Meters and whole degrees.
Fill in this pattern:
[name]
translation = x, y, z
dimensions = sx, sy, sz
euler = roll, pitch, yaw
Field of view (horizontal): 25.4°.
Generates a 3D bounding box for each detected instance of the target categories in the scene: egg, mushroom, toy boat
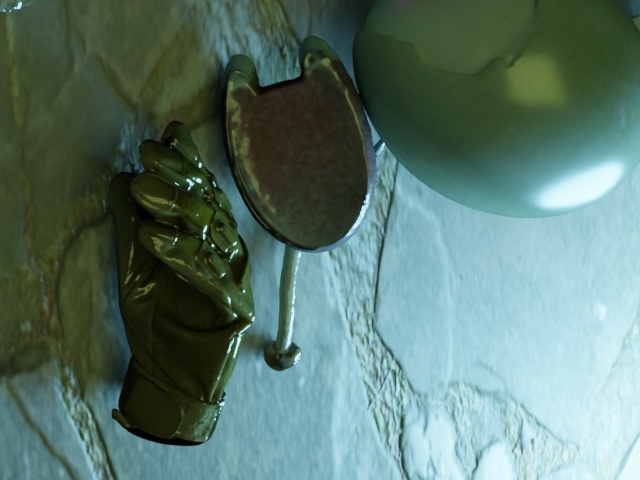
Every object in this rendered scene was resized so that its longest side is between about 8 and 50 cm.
[egg]
translation = 0.190, -0.174, 1.510
dimensions = 0.336, 0.278, 0.278
euler = 25, 89, -37
[mushroom]
translation = -0.002, -0.001, 1.581
dimensions = 0.068, 0.043, 0.306
euler = 22, 89, -52
[toy boat]
translation = -0.020, -0.098, 1.501
dimensions = 0.155, 0.085, 0.227
euler = -14, 104, 6

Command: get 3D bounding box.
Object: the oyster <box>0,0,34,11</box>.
[oyster]
translation = -0.321, -0.364, 1.235
dimensions = 0.238, 0.115, 0.351
euler = -25, 110, -16

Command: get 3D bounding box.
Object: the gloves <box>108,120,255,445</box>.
[gloves]
translation = -0.139, 0.042, 1.433
dimensions = 0.141, 0.154, 0.331
euler = 0, 109, -18

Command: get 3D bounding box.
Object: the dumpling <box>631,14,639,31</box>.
[dumpling]
translation = 0.396, -0.187, 1.745
dimensions = 0.252, 0.131, 0.179
euler = -58, 149, 4
